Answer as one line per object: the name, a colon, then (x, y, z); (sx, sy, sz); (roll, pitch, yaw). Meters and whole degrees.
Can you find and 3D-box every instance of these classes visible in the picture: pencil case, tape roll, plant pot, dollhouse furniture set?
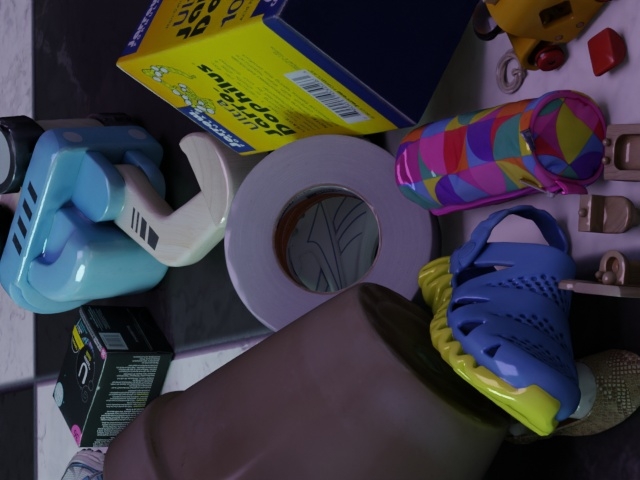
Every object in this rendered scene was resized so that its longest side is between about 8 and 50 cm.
pencil case: (0.169, -0.080, 1.591); (0.236, 0.104, 0.104); (-9, 79, 60)
tape roll: (0.014, 0.003, 1.731); (0.072, 0.219, 0.219); (34, -125, -74)
plant pot: (0.011, 0.198, 1.523); (0.280, 0.323, 0.323); (-49, 44, 16)
dollhouse furniture set: (0.258, -0.028, 1.416); (0.144, 0.123, 0.151); (5, 91, 58)

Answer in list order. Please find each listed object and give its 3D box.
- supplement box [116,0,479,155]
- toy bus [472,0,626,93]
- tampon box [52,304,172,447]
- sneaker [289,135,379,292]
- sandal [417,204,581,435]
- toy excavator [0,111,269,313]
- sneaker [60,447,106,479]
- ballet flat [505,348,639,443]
supplement box: (-0.027, -0.233, 1.771); (0.356, 0.195, 0.194); (-5, 54, 58)
toy bus: (0.196, -0.237, 1.557); (0.191, 0.104, 0.202); (17, 101, 58)
tampon box: (-0.288, 0.187, 2.294); (0.120, 0.101, 0.161); (52, 129, 48)
sneaker: (0.000, 0.000, 1.824); (0.111, 0.129, 0.297); (-22, 67, 60)
sandal: (0.174, 0.057, 1.484); (0.138, 0.126, 0.317); (-46, 21, 13)
toy excavator: (-0.259, -0.032, 2.216); (0.445, 0.222, 0.433); (43, 124, 35)
sneaker: (-0.309, 0.355, 2.256); (0.110, 0.122, 0.283); (54, 147, -9)
ballet flat: (0.214, 0.148, 1.521); (0.206, 0.067, 0.073); (-34, 59, 52)
